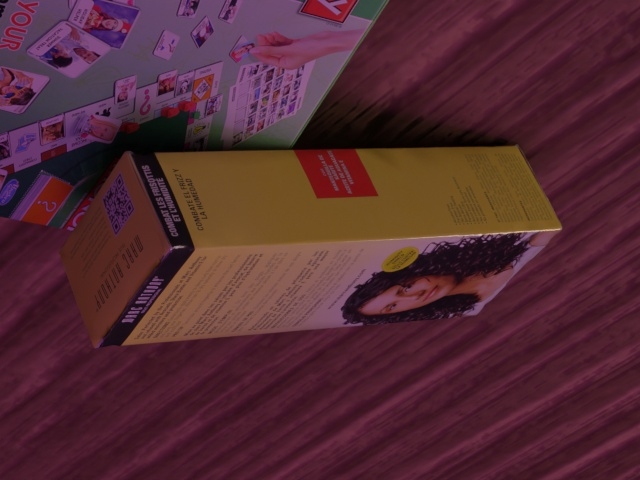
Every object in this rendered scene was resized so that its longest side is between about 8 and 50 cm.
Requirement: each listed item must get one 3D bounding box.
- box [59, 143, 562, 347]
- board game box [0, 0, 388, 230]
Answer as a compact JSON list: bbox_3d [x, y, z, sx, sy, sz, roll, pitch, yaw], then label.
[{"bbox_3d":[0.000,0.000,0.839,0.232,0.058,0.087,-3,147,-35],"label":"box"},{"bbox_3d":[-0.085,-0.114,0.745,0.214,0.046,0.317,11,140,-23],"label":"board game box"}]
